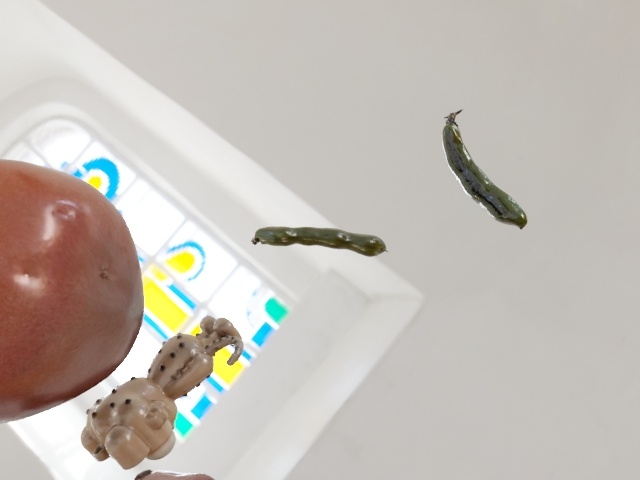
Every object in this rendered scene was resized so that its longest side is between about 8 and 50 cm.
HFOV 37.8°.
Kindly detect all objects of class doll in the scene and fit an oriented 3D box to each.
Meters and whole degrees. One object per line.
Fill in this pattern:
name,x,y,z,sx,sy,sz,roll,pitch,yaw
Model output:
doll,-0.228,0.221,1.377,0.278,0.154,0.119,-43,-68,-18

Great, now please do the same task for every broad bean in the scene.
broad bean,0.253,-0.106,1.501,0.069,0.227,0.039,-35,-15,24
broad bean,0.001,0.000,1.728,0.256,0.052,0.052,4,-48,-9

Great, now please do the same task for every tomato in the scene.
tomato,-0.381,0.068,1.178,0.341,0.273,0.341,3,-90,-73

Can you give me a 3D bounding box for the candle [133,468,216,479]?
candle,-0.252,0.535,1.485,0.317,0.131,0.287,-26,-71,-60
